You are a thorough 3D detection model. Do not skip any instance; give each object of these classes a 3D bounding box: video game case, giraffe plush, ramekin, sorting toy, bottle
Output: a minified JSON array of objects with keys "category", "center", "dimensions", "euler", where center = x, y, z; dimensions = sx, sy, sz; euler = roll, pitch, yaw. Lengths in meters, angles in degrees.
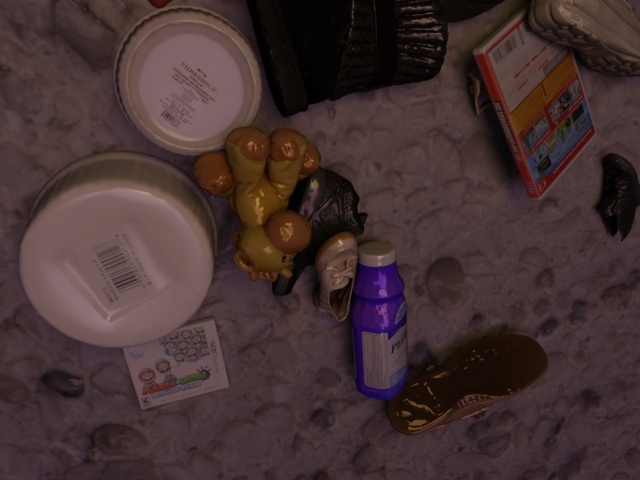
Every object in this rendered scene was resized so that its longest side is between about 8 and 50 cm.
[{"category":"video game case","center":[0.370,-0.241,0.848],"dimensions":[0.204,0.025,0.285],"euler":[-43,117,-21]},{"category":"giraffe plush","center":[-0.081,-0.034,0.711],"dimensions":[0.182,0.170,0.210],"euler":[-4,157,-37]},{"category":"ramekin","center":[-0.175,-0.212,0.691],"dimensions":[0.207,0.109,0.207],"euler":[-6,112,-15]},{"category":"sorting toy","center":[0.281,-0.253,0.849],"dimensions":[0.083,0.045,0.075],"euler":[-28,129,-17]},{"category":"ramekin","center":[-0.284,0.019,0.733],"dimensions":[0.278,0.135,0.277],"euler":[-6,112,-15]},{"category":"video game case","center":[-0.250,0.215,0.882],"dimensions":[0.157,0.019,0.143],"euler":[-12,113,-11]},{"category":"bottle","center":[0.106,0.142,0.905],"dimensions":[0.092,0.118,0.282],"euler":[6,114,25]}]

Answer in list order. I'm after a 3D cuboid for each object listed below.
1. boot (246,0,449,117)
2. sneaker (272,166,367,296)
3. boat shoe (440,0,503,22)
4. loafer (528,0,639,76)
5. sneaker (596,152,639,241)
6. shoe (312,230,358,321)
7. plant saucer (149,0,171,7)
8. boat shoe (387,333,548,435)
[{"category":"boot","center":[0.031,-0.349,0.667],"dimensions":[0.260,0.131,0.347],"euler":[-19,134,-6]},{"category":"sneaker","center":[0.000,0.000,0.835],"dimensions":[0.130,0.087,0.227],"euler":[18,100,-17]},{"category":"boat shoe","center":[0.283,-0.464,0.729],"dimensions":[0.324,0.119,0.123],"euler":[-39,154,19]},{"category":"loafer","center":[0.461,-0.349,0.812],"dimensions":[0.320,0.112,0.111],"euler":[10,97,-36]},{"category":"sneaker","center":[0.580,-0.084,0.992],"dimensions":[0.089,0.051,0.170],"euler":[-46,119,-1]},{"category":"shoe","center":[0.032,0.064,0.826],"dimensions":[0.077,0.058,0.219],"euler":[-24,151,-20]},{"category":"plant saucer","center":[-0.190,-0.478,0.620],"dimensions":[0.258,0.047,0.259],"euler":[-38,115,0]},{"category":"boat shoe","center":[0.293,0.293,1.031],"dimensions":[0.341,0.121,0.110],"euler":[-21,152,-5]}]
